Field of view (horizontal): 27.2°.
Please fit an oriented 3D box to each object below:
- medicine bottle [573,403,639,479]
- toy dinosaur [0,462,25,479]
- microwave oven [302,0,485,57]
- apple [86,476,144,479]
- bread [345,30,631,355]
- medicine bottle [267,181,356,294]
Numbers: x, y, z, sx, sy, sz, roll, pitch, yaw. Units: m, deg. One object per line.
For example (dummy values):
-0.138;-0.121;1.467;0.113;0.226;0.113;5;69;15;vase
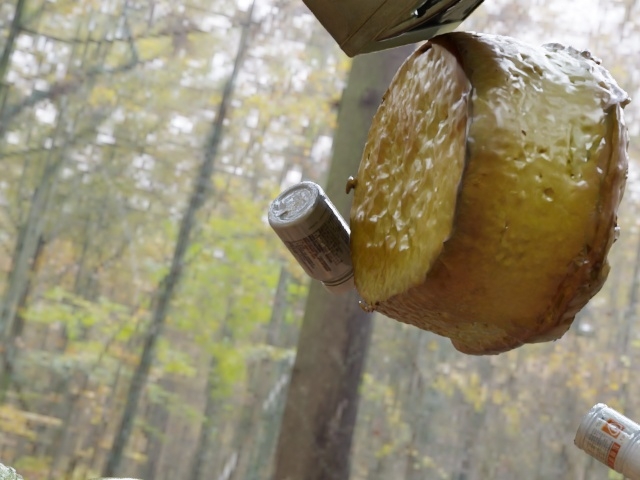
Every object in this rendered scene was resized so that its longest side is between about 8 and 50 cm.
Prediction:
0.321;0.217;1.405;0.089;0.057;0.057;30;-3;33;medicine bottle
-0.257;0.098;0.805;0.094;0.153;0.259;-31;-43;33;toy dinosaur
0.127;-0.432;1.398;0.394;0.333;0.247;-42;-6;37;microwave oven
-0.172;0.312;1.245;0.197;0.156;0.196;14;12;-3;apple
0.191;-0.060;1.517;0.215;0.398;0.398;12;-14;-18;bread
0.000;0.000;1.651;0.079;0.079;0.140;-1;-42;40;medicine bottle
